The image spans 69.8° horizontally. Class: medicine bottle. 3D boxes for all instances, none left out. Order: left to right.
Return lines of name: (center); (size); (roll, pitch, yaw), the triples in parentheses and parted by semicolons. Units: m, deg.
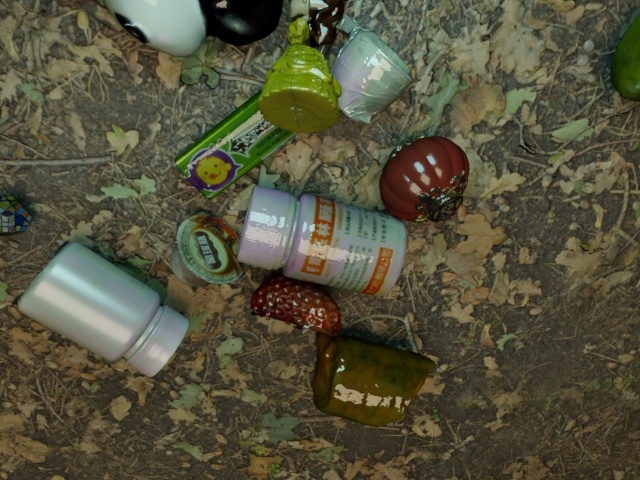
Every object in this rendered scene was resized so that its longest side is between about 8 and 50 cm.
medicine bottle: (-0.555, 0.184, 1.201); (0.379, 0.213, 0.213); (38, 107, -18)
medicine bottle: (0.000, 0.000, 1.152); (0.389, 0.219, 0.219); (15, 113, -10)

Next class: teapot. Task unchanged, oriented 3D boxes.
teapot: (0.075, -0.370, 1.014); (0.222, 0.163, 0.178); (37, 112, -18)

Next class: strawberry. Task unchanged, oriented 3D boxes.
strawberry: (-0.058, 0.159, 1.212); (0.254, 0.280, 0.150); (14, 77, 6)

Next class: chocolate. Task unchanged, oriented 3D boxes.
chocolate: (-0.308, 0.043, 1.197); (0.221, 0.221, 0.147); (39, 135, -19)

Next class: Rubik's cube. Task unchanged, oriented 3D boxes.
Rubik's cube: (-0.778, -0.061, 1.137); (0.111, 0.093, 0.111); (-1, 117, -2)

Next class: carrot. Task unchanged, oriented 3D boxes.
carrot: (0.134, 0.411, 1.347); (0.341, 0.241, 0.241); (16, 113, -6)

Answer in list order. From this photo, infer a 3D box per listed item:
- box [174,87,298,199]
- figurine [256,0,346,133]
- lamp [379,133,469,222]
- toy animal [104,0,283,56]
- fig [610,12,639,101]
box: (-0.172, -0.248, 1.091); (0.346, 0.097, 0.134); (-35, 121, 12)
figurine: (-0.032, -0.404, 0.935); (0.168, 0.187, 0.314); (-2, 78, 29)
lamp: (0.254, -0.140, 1.105); (0.227, 0.226, 0.226); (-2, 115, -3)
toy animal: (-0.248, -0.483, 0.863); (0.310, 0.251, 0.250); (-22, 118, -25)
fig: (0.768, -0.459, 1.023); (0.206, 0.206, 0.274); (-6, 95, -1)
